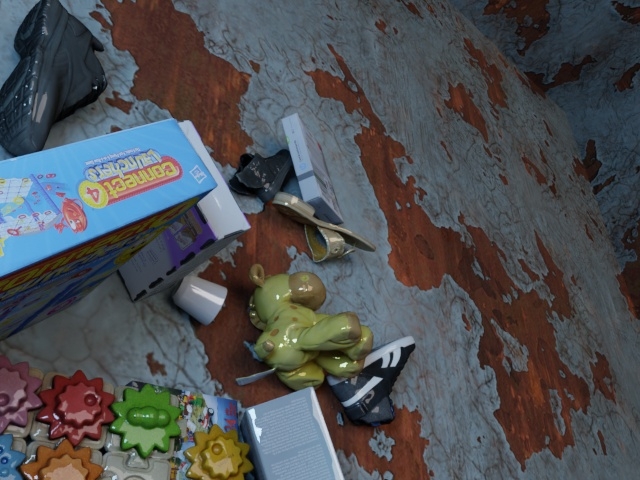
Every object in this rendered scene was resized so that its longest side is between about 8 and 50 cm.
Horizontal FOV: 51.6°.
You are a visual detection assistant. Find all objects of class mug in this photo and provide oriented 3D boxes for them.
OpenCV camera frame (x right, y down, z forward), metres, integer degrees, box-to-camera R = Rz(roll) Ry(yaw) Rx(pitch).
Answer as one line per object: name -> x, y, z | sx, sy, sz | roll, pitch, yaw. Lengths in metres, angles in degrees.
mug -> -0.180, 0.081, 0.957 | 0.064, 0.078, 0.062 | 31, 75, -19

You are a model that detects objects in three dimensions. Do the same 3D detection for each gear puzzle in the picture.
gear puzzle -> -0.225, 0.231, 0.721 | 0.339, 0.044, 0.175 | 18, 51, -24

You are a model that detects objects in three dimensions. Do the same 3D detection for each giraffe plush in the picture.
giraffe plush -> -0.039, 0.122, 1.023 | 0.210, 0.181, 0.170 | -6, 51, -15

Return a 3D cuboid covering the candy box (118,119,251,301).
candy box -> -0.211, -0.035, 0.877 | 0.070, 0.196, 0.164 | -24, 82, -54

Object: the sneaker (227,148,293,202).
sneaker -> -0.107, -0.134, 1.203 | 0.089, 0.051, 0.170 | 44, 40, -25

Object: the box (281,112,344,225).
box -> -0.014, -0.132, 1.274 | 0.145, 0.038, 0.186 | 43, 30, -65

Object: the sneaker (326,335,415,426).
sneaker -> 0.107, 0.251, 1.146 | 0.217, 0.079, 0.121 | -17, 80, -45

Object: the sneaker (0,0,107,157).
sneaker -> -0.364, -0.222, 0.927 | 0.130, 0.109, 0.286 | 33, 43, -40

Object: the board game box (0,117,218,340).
board game box -> -0.299, 0.024, 0.637 | 0.086, 0.302, 0.308 | 57, 36, 0

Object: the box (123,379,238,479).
box -> -0.172, 0.298, 0.797 | 0.159, 0.044, 0.233 | 23, 47, -38

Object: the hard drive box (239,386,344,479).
hard drive box -> -0.024, 0.320, 0.830 | 0.089, 0.181, 0.232 | -15, 73, -14

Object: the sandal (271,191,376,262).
sandal -> -0.004, 0.000, 1.220 | 0.240, 0.088, 0.079 | 31, 76, -35
